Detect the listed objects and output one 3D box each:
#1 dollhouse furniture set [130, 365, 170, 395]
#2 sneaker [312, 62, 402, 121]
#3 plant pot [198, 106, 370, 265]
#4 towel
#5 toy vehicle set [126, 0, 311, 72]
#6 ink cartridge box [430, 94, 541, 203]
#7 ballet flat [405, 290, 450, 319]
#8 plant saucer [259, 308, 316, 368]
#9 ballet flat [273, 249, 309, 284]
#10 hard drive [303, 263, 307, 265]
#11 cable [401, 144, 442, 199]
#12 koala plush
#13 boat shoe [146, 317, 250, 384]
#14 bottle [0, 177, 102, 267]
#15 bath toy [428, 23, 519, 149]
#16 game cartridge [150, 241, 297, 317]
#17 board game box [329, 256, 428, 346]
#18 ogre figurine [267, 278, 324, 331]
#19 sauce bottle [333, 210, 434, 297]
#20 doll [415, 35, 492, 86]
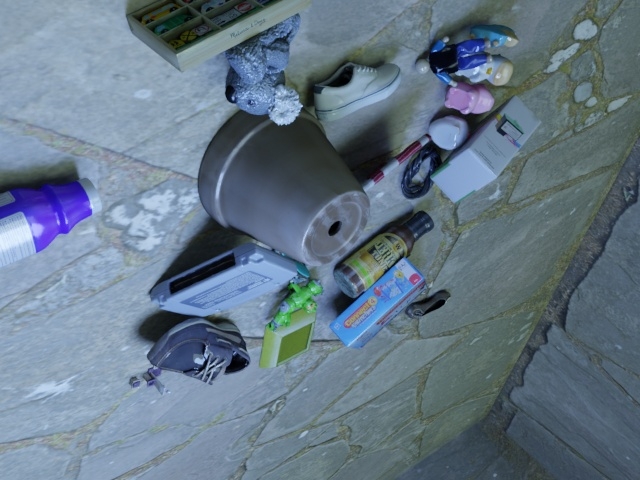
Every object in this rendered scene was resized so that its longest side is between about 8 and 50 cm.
[{"bbox_3d":[-0.399,0.325,1.712,0.091,0.081,0.114,-12,132,-44],"label":"dollhouse furniture set"},{"bbox_3d":[0.089,-0.357,1.583,0.258,0.094,0.091,-36,133,-31],"label":"sneaker"},{"bbox_3d":[-0.054,-0.097,1.506,0.323,0.280,0.323,-31,145,-25],"label":"plant pot"},{"bbox_3d":[0.115,-0.145,1.771,0.329,0.037,0.237,-39,-178,-18],"label":"towel"},{"bbox_3d":[-0.167,-0.384,1.171,0.267,0.166,0.035,-35,143,-22],"label":"toy vehicle set"},{"bbox_3d":[0.469,-0.259,1.993,0.278,0.117,0.201,-46,-176,-29],"label":"ink cartridge box"},{"bbox_3d":[0.416,0.249,2.639,0.250,0.058,0.084,-12,133,-44],"label":"ballet flat"},{"bbox_3d":[-0.087,0.295,2.093,0.188,0.045,0.188,-22,139,-36],"label":"plant saucer"},{"bbox_3d":[-0.091,0.070,1.844,0.070,0.070,0.188,-47,144,-3],"label":"ballet flat"},{"bbox_3d":[0.000,0.000,1.911,0.094,0.022,0.135,-21,138,-37],"label":"hard drive"},{"bbox_3d":[0.291,-0.199,2.043,0.150,0.047,0.184,-39,149,-7],"label":"cable"},{"bbox_3d":[-0.119,-0.322,1.286,0.203,0.196,0.221,-44,145,-27],"label":"koala plush"},{"bbox_3d":[-0.275,0.275,1.715,0.132,0.130,0.355,-51,158,15],"label":"boat shoe"},{"bbox_3d":[-0.517,-0.027,1.193,0.283,0.092,0.118,-28,143,-30],"label":"bottle"},{"bbox_3d":[0.411,-0.405,1.893,0.129,0.151,0.348,-52,166,-55],"label":"bath toy"},{"bbox_3d":[-0.213,0.096,1.605,0.297,0.062,0.198,-24,159,22],"label":"game cartridge"},{"bbox_3d":[0.188,0.203,2.180,0.308,0.086,0.302,-42,165,1],"label":"board game box"},{"bbox_3d":[-0.063,0.172,1.956,0.197,0.097,0.118,-17,156,-19],"label":"ogre figurine"},{"bbox_3d":[0.196,0.031,2.101,0.344,0.111,0.111,-39,147,-18],"label":"sauce bottle"},{"bbox_3d":[0.329,-0.448,1.749,0.189,0.046,0.129,-12,114,-2],"label":"doll"}]
